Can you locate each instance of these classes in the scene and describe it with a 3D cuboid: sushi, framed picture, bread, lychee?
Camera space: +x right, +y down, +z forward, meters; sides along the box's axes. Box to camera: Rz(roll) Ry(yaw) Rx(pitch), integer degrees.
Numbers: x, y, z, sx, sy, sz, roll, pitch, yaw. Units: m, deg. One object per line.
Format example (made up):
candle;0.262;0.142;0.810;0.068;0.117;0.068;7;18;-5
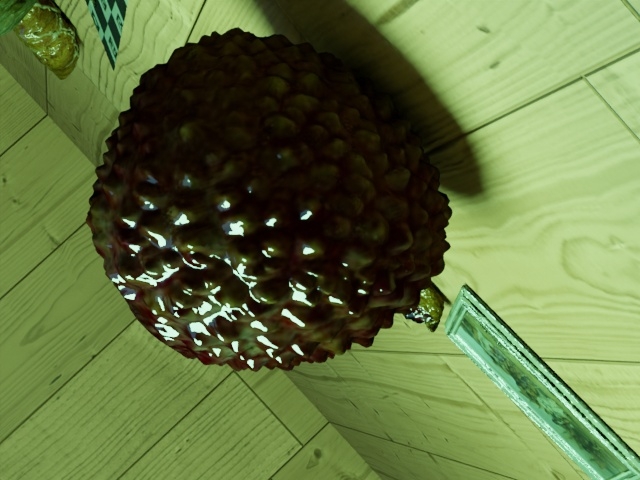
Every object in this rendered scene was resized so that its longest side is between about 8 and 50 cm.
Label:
sushi;0.103;0.063;1.705;0.099;0.047;0.050;43;173;33
framed picture;0.235;0.167;1.647;0.274;0.017;0.217;45;171;11
bread;-0.425;-0.326;2.342;0.105;0.076;0.233;55;-177;35
lychee;-0.049;-0.032;1.306;0.330;0.306;0.306;12;155;22
sushi;-0.224;-0.306;1.627;0.215;0.050;0.192;132;117;-73

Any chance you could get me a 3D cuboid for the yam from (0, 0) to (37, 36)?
yam;-0.503;-0.403;2.015;0.300;0.195;0.195;46;170;9
